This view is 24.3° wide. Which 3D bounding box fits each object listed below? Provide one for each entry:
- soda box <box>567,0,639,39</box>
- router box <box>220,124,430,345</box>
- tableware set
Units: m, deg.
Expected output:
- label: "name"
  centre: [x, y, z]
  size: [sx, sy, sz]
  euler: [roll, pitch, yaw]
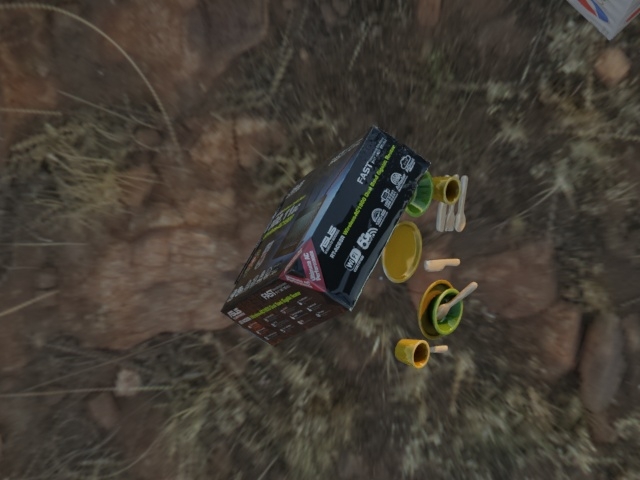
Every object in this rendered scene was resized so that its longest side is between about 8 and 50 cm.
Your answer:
- label: "soda box"
  centre: [0.242, -0.225, 1.209]
  size: [0.069, 0.216, 0.074]
  euler: [-45, 85, 4]
- label: "router box"
  centre: [0.000, 0.000, 0.787]
  size: [0.038, 0.122, 0.092]
  euler: [35, 67, -11]
- label: "tableware set"
  centre: [0.084, 0.021, 1.142]
  size: [0.024, 0.104, 0.154]
  euler: [13, 99, 40]
